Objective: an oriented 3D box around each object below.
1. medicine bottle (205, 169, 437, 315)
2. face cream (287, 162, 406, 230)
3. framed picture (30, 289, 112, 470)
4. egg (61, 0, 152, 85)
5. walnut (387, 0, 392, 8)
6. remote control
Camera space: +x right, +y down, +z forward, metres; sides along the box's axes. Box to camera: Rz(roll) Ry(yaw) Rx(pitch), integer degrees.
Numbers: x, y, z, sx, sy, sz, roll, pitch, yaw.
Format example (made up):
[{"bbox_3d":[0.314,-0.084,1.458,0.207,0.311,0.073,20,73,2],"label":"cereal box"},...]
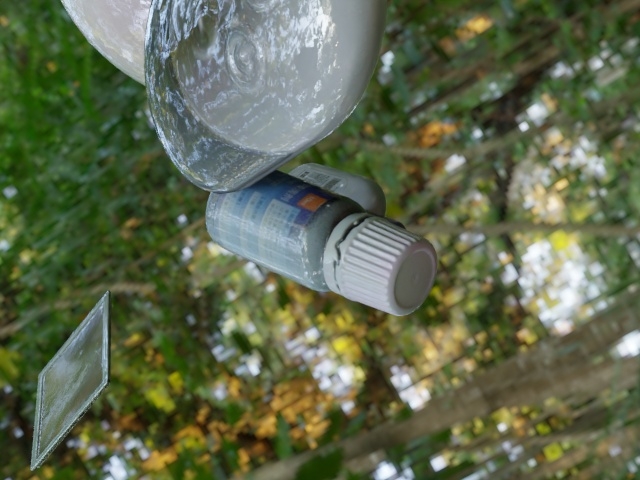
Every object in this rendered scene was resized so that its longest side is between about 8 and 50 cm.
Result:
[{"bbox_3d":[0.000,0.000,1.250,0.203,0.083,0.083,25,179,37],"label":"medicine bottle"},{"bbox_3d":[0.016,-0.023,1.880,0.071,0.144,0.291,42,168,-26],"label":"face cream"},{"bbox_3d":[-0.269,0.152,1.661,0.011,0.142,0.183,33,-160,-23],"label":"framed picture"},{"bbox_3d":[-0.151,-0.359,1.667,0.354,0.354,0.340,67,-169,22],"label":"egg"},{"bbox_3d":[0.023,-0.238,1.338,0.087,0.211,0.167,23,177,26],"label":"walnut"},{"bbox_3d":[-0.051,-0.163,1.187,0.103,0.332,0.221,0,-106,-29],"label":"remote control"}]
